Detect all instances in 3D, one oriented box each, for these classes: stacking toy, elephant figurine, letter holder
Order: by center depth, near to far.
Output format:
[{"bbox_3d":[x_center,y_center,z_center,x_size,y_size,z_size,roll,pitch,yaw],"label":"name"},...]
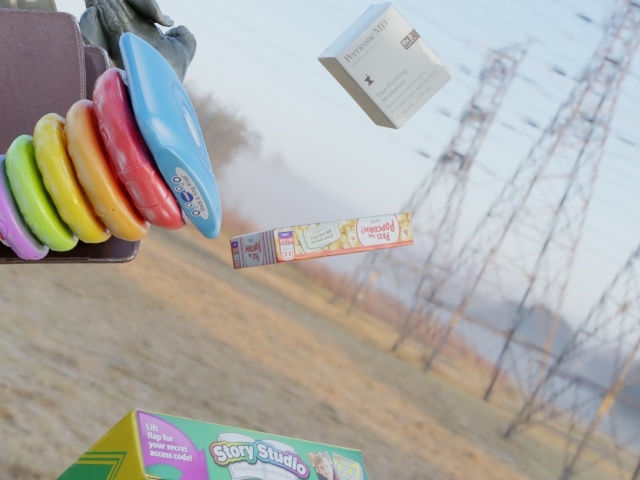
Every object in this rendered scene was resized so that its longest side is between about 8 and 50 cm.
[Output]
[{"bbox_3d":[-0.257,-0.047,1.159,0.175,0.302,0.166,65,5,-47],"label":"stacking toy"},{"bbox_3d":[-0.330,-0.133,1.594,0.214,0.302,0.152,1,-29,-9],"label":"letter holder"},{"bbox_3d":[-0.313,-0.337,1.925,0.186,0.169,0.239,4,-40,38],"label":"elephant figurine"}]

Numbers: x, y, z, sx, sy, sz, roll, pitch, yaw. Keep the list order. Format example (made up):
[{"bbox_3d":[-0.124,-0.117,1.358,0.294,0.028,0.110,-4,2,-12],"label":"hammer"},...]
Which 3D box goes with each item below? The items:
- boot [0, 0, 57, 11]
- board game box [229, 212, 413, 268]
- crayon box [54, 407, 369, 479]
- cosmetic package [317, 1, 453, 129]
[{"bbox_3d":[-0.519,-0.377,1.831,0.076,0.208,0.190,42,-22,55],"label":"boot"},{"bbox_3d":[0.000,0.000,1.585,0.193,0.045,0.147,-8,-1,-25],"label":"board game box"},{"bbox_3d":[-0.164,0.359,1.586,0.363,0.313,0.106,17,45,-37],"label":"crayon box"},{"bbox_3d":[0.119,-0.326,2.301,0.184,0.151,0.151,46,-3,-15],"label":"cosmetic package"}]
